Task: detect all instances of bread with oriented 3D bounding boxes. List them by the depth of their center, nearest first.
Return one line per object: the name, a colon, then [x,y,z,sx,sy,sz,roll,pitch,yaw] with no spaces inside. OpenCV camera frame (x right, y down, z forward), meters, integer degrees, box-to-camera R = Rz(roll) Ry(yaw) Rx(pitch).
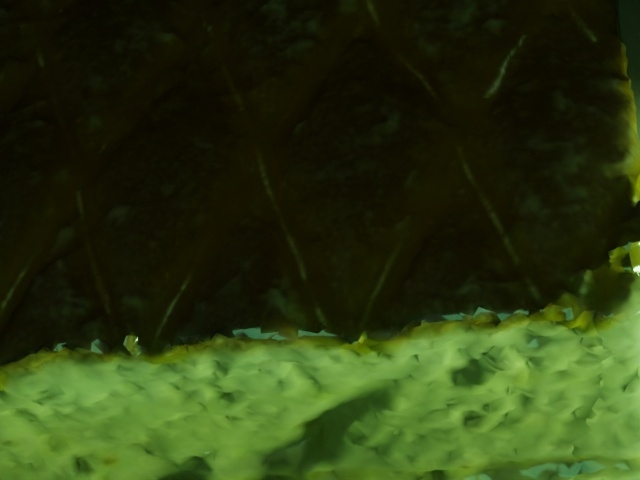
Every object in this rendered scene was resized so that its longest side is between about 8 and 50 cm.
bread: [0.000,0.000,0.682,0.279,0.279,0.207,-8,137,9]
